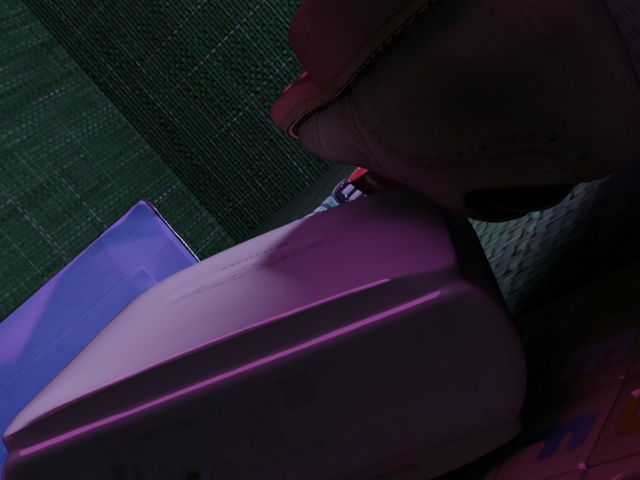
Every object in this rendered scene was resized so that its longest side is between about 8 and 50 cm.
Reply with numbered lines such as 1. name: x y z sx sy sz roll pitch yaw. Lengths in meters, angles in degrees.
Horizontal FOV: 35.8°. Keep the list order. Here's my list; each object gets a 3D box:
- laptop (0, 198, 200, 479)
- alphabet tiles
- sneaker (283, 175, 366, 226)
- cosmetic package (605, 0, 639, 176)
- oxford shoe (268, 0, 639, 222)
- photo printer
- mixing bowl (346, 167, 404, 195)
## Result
1. laptop: -0.230 0.168 0.842 0.382 0.236 0.408 -42 5 -4
2. alphabet tiles: 0.056 0.120 0.490 0.342 0.011 0.285 -34 9 47
3. sneaker: 0.000 0.000 1.482 0.224 0.083 0.098 -38 -16 -16
4. cosmetic package: 0.236 -0.307 0.610 0.327 0.393 0.329 -37 8 32
5. oxford shoe: 0.065 -0.066 0.548 0.140 0.146 0.397 -40 0 2
6. photo printer: -0.018 0.059 0.592 0.256 0.107 0.307 -22 9 9
7. mixing bowl: 0.129 -0.088 1.094 0.181 0.098 0.181 -41 7 6
